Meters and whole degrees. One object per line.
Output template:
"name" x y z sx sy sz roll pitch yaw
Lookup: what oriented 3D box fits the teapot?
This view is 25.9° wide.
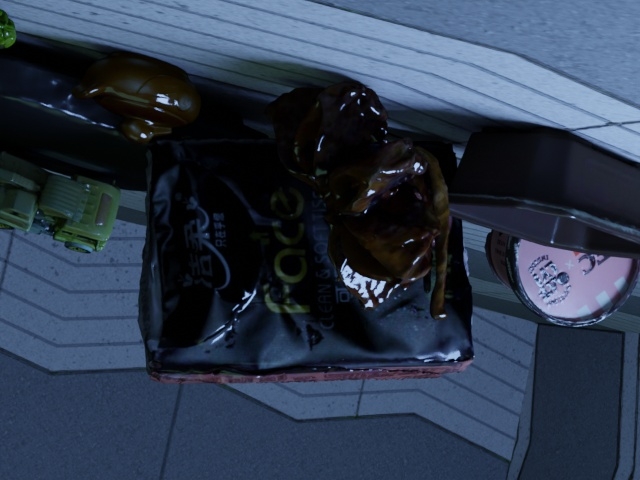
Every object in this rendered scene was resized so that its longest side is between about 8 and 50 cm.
"teapot" -0.176 -0.133 1.335 0.129 0.078 0.098 17 173 -42

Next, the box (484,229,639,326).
"box" 0.264 0.011 1.566 0.151 0.151 0.135 13 -176 -15

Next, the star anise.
"star anise" 0.042 -0.048 1.264 0.125 0.220 0.190 -32 -156 -26

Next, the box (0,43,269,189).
"box" -0.264 -0.129 1.549 0.359 0.091 0.350 16 173 -32

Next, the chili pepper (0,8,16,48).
"chili pepper" -0.292 -0.195 1.249 0.030 0.034 0.091 -21 178 -7

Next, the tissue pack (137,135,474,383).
"tissue pack" -0.016 0.022 1.392 0.332 0.245 0.123 0 162 -8

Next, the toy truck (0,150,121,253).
"toy truck" -0.318 -0.052 1.564 0.191 0.085 0.116 18 167 -16

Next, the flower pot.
"flower pot" 0.231 -0.046 1.325 0.250 0.084 0.178 15 174 -41
